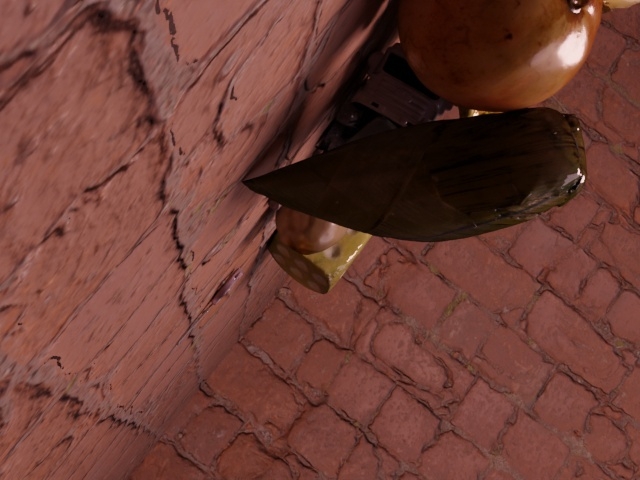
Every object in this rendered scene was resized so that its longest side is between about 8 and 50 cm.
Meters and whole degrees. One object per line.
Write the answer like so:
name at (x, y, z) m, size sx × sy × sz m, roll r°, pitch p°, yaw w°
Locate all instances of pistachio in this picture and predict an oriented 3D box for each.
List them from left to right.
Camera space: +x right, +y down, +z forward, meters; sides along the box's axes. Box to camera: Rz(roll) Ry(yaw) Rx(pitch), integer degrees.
pistachio at (-0.002, -0.055, 1.644) m, size 0.144 × 0.144 × 0.215 m, roll -55°, pitch 175°, yaw 39°

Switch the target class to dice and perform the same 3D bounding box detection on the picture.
dice at (0.000, 0.000, 1.994) m, size 0.169 × 0.169 × 0.166 m, roll -52°, pitch 176°, yaw -22°

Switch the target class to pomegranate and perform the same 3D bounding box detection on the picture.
pomegranate at (0.199, -0.280, 1.116) m, size 0.229 × 0.251 × 0.270 m, roll -8°, pitch -175°, yaw -37°

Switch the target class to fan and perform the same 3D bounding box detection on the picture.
fan at (0.016, -0.109, 1.440) m, size 0.282 × 0.057 × 0.023 m, roll -32°, pitch -160°, yaw 40°

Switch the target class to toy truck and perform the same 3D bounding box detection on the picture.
toy truck at (0.111, -0.195, 1.538) m, size 0.177 × 0.177 × 0.363 m, roll -61°, pitch 179°, yaw -9°

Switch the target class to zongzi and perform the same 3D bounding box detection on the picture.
zongzi at (0.126, -0.092, 1.173) m, size 0.361 × 0.159 × 0.323 m, roll 4°, pitch 165°, yaw -37°

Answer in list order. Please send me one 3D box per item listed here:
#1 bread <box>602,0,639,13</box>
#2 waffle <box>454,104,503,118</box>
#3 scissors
bread at (0.481, -0.564, 1.384) m, size 0.361 × 0.250 × 0.394 m, roll -54°, pitch 163°, yaw -39°
waffle at (0.220, -0.278, 1.385) m, size 0.060 × 0.311 × 0.307 m, roll -14°, pitch -147°, yaw 19°
scissors at (-0.213, 0.129, 1.766) m, size 0.189 × 0.015 × 0.100 m, roll -51°, pitch 179°, yaw -7°
